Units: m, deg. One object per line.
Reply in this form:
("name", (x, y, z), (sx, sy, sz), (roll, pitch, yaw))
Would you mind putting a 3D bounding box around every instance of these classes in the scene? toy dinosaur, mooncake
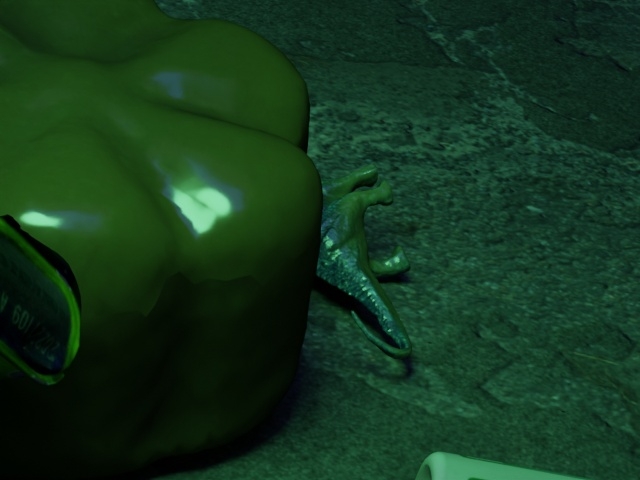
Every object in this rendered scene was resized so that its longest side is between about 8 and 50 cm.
("toy dinosaur", (0.007, -0.006, 1.721), (0.147, 0.076, 0.363), (-22, 44, -28))
("mooncake", (-0.217, -0.032, 1.483), (0.467, 0.262, 0.467), (13, 32, -8))

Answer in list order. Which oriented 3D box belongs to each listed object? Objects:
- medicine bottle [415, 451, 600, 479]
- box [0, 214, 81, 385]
("medicine bottle", (0.200, 0.240, 1.334), (0.274, 0.133, 0.133), (10, 31, -6))
("box", (-0.337, 0.064, 1.245), (0.345, 0.134, 0.097), (-10, 64, 25))
